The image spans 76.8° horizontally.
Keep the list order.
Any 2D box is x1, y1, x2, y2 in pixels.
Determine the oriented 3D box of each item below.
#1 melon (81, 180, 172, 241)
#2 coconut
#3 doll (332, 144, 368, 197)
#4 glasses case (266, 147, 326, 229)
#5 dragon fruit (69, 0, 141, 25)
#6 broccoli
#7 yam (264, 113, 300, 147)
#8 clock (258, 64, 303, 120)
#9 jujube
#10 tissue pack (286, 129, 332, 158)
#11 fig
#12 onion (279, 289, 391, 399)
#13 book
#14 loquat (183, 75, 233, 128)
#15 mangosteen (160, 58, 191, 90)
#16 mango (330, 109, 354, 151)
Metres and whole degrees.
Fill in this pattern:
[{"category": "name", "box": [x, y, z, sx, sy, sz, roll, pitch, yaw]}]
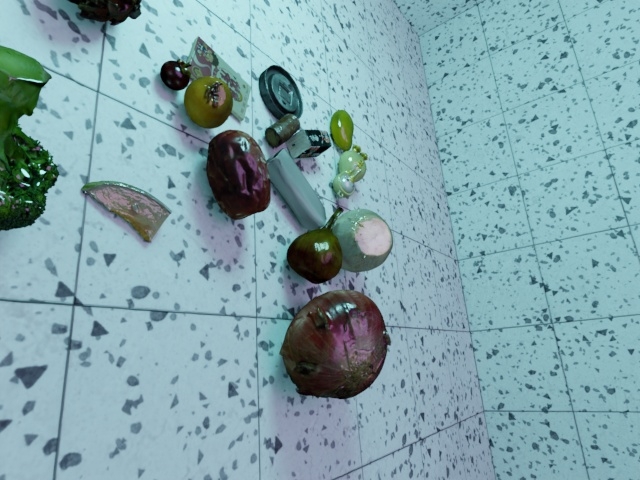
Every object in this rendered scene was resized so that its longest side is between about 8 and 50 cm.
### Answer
[{"category": "melon", "box": [-0.440, -0.088, 0.926, 0.182, 0.054, 0.097, 47, 57, -34]}, {"category": "coconut", "box": [0.136, 0.007, 1.542, 0.245, 0.247, 0.244, 5, 77, -23]}, {"category": "doll", "box": [0.129, -0.289, 1.743, 0.141, 0.117, 0.296, 46, 42, -31]}, {"category": "glasses case", "box": [-0.087, -0.180, 1.425, 0.308, 0.083, 0.128, 56, 32, -25]}, {"category": "dragon fruit", "box": [-0.499, -0.597, 0.932, 0.182, 0.182, 0.188, 59, -4, -22]}, {"category": "broccoli", "box": [-0.537, -0.152, 0.596, 0.298, 0.297, 0.297, 36, 22, -17]}, {"category": "yam", "box": [-0.134, -0.392, 1.430, 0.141, 0.079, 0.079, -49, 118, -38]}, {"category": "clock", "box": [-0.147, -0.551, 1.525, 0.215, 0.042, 0.214, 27, 55, -48]}, {"category": "jujube", "box": [-0.227, -0.188, 1.136, 0.183, 0.184, 0.243, -30, 102, -55]}, {"category": "tissue pack", "box": [-0.041, -0.371, 1.551, 0.170, 0.103, 0.090, -27, 92, -56]}, {"category": "fig", "box": [0.021, 0.026, 1.373, 0.290, 0.191, 0.190, -39, 109, -41]}, {"category": "onion", "box": [0.048, 0.311, 1.212, 0.354, 0.354, 0.353, 27, 56, -48]}, {"category": "book", "box": [-0.318, -0.510, 1.282, 0.232, 0.022, 0.162, 36, 50, -42]}, {"category": "loquat", "box": [-0.314, -0.390, 1.138, 0.141, 0.141, 0.140, 27, 56, -48]}, {"category": "mangosteen", "box": [-0.394, -0.451, 1.100, 0.081, 0.081, 0.080, 27, 56, -48]}, {"category": "mango", "box": [0.100, -0.501, 1.819, 0.122, 0.086, 0.190, 28, 54, -51]}]
